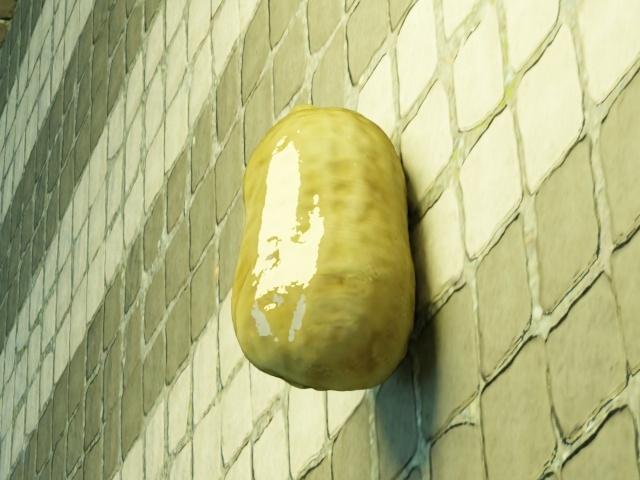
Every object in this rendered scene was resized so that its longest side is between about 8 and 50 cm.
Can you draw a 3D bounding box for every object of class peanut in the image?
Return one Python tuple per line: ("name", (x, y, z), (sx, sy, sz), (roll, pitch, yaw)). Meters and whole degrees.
("peanut", (0.000, 0.000, 1.258), (0.137, 0.122, 0.253), (107, 165, -53))
